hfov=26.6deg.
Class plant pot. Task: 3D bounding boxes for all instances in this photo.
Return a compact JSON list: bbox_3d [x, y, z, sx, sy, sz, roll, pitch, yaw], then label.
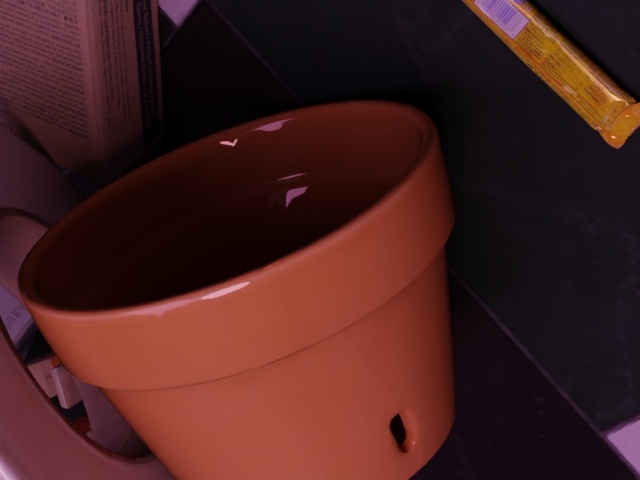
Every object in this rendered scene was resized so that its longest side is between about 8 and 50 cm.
[{"bbox_3d":[-0.031,0.057,0.920,0.291,0.291,0.203,-1,118,39],"label":"plant pot"}]

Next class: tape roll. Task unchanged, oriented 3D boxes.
[{"bbox_3d":[-0.199,0.082,0.960,0.072,0.392,0.392,-31,100,13],"label":"tape roll"}]

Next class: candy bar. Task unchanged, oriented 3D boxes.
[{"bbox_3d":[0.145,-0.125,0.871,0.161,0.018,0.040,45,134,3],"label":"candy bar"}]

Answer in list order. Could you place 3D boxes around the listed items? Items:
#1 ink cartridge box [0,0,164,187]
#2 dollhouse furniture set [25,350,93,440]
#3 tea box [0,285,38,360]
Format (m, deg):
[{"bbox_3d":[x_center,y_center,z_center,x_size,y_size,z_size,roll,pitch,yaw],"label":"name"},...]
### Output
[{"bbox_3d":[-0.244,-0.176,1.092,0.235,0.088,0.193,23,134,23],"label":"ink cartridge box"},{"bbox_3d":[-0.126,0.197,1.277,0.262,0.135,0.259,-4,107,40],"label":"dollhouse furniture set"},{"bbox_3d":[-0.481,0.100,1.358,0.324,0.220,0.329,34,136,-2],"label":"tea box"}]
